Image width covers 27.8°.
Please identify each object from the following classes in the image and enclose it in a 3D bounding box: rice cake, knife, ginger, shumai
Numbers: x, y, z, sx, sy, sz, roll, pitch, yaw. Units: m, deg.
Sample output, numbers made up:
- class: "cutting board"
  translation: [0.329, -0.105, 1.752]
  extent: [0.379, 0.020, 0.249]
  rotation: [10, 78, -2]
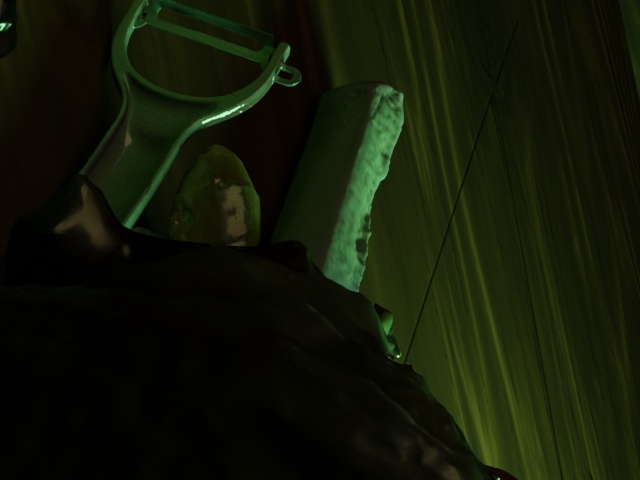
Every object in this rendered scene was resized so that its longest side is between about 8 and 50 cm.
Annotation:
- class: "rice cake"
  translation: [0.000, -0.001, 0.983]
  extent: [0.064, 0.070, 0.399]
  rotation: [57, 31, -31]
- class: "knife"
  translation: [-0.108, -0.039, 0.760]
  extent: [0.053, 0.123, 0.278]
  rotation: [96, 14, -47]
- class: "ginger"
  translation: [-0.026, 0.043, 0.811]
  extent: [0.133, 0.059, 0.214]
  rotation: [-6, 73, -30]
- class: "shumai"
  translation: [-0.034, 0.113, 0.563]
  extent: [0.288, 0.330, 0.291]
  rotation: [-19, 108, -68]

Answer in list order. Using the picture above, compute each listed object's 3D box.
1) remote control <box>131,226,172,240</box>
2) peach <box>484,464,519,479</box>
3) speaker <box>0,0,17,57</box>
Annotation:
- class: "remote control"
  translation: [-0.094, 0.074, 0.794]
  extent: [0.061, 0.029, 0.162]
  rotation: [16, 62, -60]
- class: "peach"
  translation: [0.111, 0.261, 0.961]
  extent: [0.192, 0.190, 0.190]
  rotation: [25, 55, -37]
- class: "speaker"
  translation: [-0.195, 0.052, 0.320]
  extent: [0.198, 0.259, 0.329]
  rotation: [-56, 130, -65]
